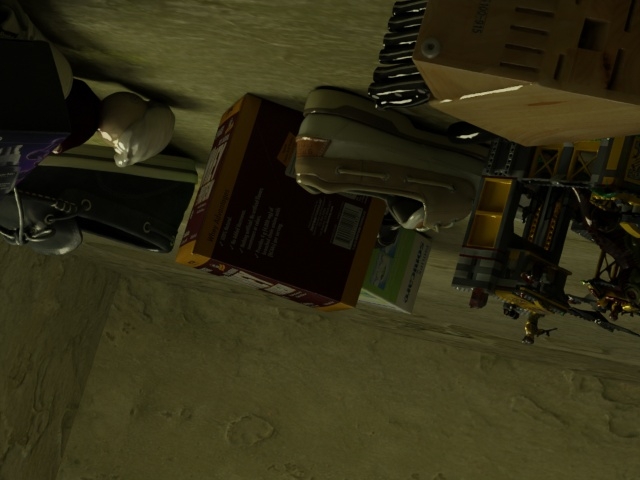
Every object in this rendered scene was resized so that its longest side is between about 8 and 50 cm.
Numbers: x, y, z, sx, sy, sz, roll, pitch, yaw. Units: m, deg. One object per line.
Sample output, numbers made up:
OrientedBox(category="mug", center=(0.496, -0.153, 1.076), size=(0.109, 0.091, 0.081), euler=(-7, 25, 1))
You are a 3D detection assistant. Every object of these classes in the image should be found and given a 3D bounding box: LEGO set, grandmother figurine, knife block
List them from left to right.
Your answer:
OrientedBox(category="grandmother figurine", center=(-0.333, -0.164, 1.713), size=(0.342, 0.104, 0.208), euler=(13, -143, -23))
OrientedBox(category="knife block", center=(0.165, -0.122, 1.091), size=(0.275, 0.088, 0.242), euler=(13, 172, 20))
OrientedBox(category="LEGO set", center=(0.291, 0.028, 1.450), size=(0.255, 0.192, 0.331), euler=(9, 169, 40))

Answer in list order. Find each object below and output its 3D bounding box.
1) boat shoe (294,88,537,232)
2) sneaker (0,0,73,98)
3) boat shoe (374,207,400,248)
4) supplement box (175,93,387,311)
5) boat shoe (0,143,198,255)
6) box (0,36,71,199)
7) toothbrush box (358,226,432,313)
OrientedBox(category="boat shoe", center=(0.110, -0.059, 1.543), size=(0.302, 0.103, 0.113), euler=(19, 171, -17))
OrientedBox(category="sneaker", center=(-0.339, -0.203, 1.522), size=(0.118, 0.110, 0.292), euler=(2, 166, 27))
OrientedBox(category="boat shoe", center=(0.083, -0.029, 1.900), size=(0.065, 0.075, 0.206), euler=(17, 168, 17))
OrientedBox(category="supplement box", center=(-0.038, -0.038, 1.674), size=(0.194, 0.191, 0.129), euler=(19, 171, -12))
OrientedBox(category="boat shoe", center=(-0.377, -0.058, 1.967), size=(0.500, 0.156, 0.187), euler=(5, -178, -45))
OrientedBox(category="box", center=(-0.370, -0.110, 1.461), size=(0.153, 0.108, 0.207), euler=(-2, 157, -41))
OrientedBox(category="toothbrush box", center=(0.000, 0.000, 2.093), size=(0.206, 0.122, 0.283), euler=(12, 172, 32))
